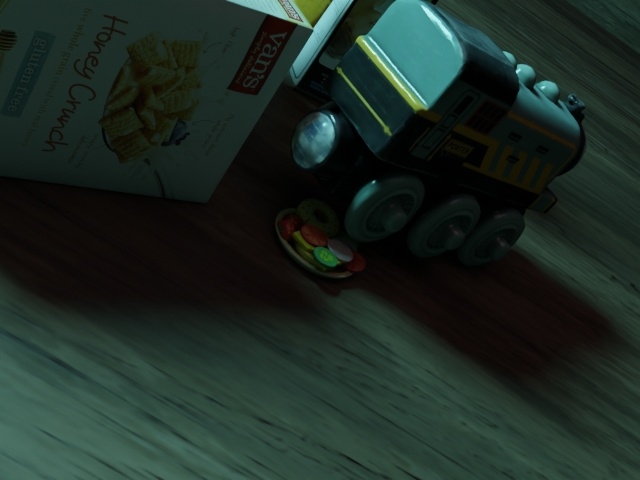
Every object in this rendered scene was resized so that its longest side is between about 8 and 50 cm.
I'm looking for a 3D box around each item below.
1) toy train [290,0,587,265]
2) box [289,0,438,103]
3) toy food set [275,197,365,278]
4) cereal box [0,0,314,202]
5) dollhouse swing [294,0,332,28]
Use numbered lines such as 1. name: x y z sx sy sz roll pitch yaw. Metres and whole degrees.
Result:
1. toy train: 0.124 -0.086 0.746 0.334 0.190 0.142 12 38 -47
2. box: 0.067 -0.306 0.916 0.087 0.290 0.169 22 31 -28
3. toy food set: 0.000 0.000 0.686 0.082 0.020 0.083 47 31 16
4. cereal box: -0.142 -0.110 0.537 0.240 0.173 0.047 6 42 -41
5. dollhouse swing: -0.173 -0.331 0.719 0.347 0.305 0.315 52 43 -26
